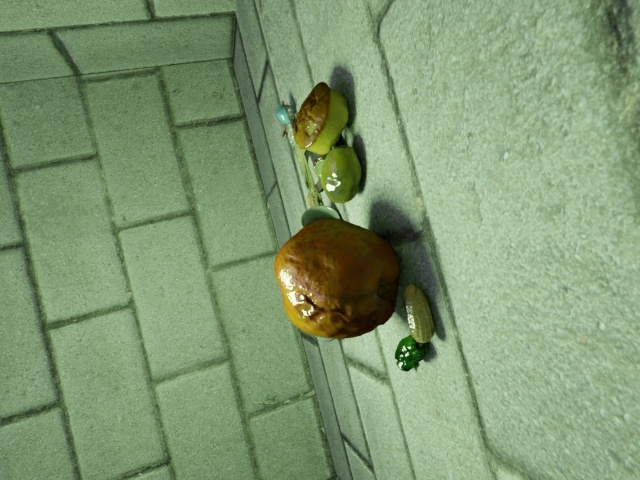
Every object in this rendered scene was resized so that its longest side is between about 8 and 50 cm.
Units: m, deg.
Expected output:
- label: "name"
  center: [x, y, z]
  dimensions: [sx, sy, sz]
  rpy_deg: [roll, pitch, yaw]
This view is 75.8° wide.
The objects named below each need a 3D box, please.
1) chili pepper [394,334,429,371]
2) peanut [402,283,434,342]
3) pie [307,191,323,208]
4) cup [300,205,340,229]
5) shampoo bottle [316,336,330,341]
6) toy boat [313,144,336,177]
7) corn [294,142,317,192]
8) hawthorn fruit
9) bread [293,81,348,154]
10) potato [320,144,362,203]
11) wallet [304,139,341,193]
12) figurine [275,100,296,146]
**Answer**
- label: "chili pepper"
  center: [0.319, 0.404, 1.487]
  dimensions: [0.099, 0.084, 0.253]
  rpy_deg: [58, 162, 26]
- label: "peanut"
  center: [0.319, 0.235, 1.335]
  dimensions: [0.093, 0.083, 0.193]
  rpy_deg: [12, -115, -68]
- label: "pie"
  center: [-0.027, -0.176, 2.251]
  dimensions: [0.185, 0.052, 0.217]
  rpy_deg: [137, 116, -71]
- label: "cup"
  center: [0.000, 0.000, 2.007]
  dimensions: [0.234, 0.187, 0.257]
  rpy_deg: [86, -170, -51]
- label: "shampoo bottle"
  center: [0.042, 0.445, 2.361]
  dimensions: [0.349, 0.152, 0.221]
  rpy_deg: [101, 157, -58]
- label: "toy boat"
  center: [0.015, -0.317, 1.708]
  dimensions: [0.185, 0.089, 0.071]
  rpy_deg: [-57, 6, 47]
- label: "corn"
  center: [-0.039, -0.373, 1.988]
  dimensions: [0.122, 0.124, 0.304]
  rpy_deg: [118, 135, -66]
- label: "hawthorn fruit"
  center: [0.064, 0.150, 1.496]
  dimensions: [0.472, 0.473, 0.470]
  rpy_deg: [166, 90, -75]
- label: "bread"
  center: [-0.008, -0.474, 1.612]
  dimensions: [0.270, 0.148, 0.269]
  rpy_deg: [-33, 50, 49]
- label: "potato"
  center: [0.086, -0.257, 1.622]
  dimensions: [0.143, 0.170, 0.248]
  rpy_deg: [-58, -22, -46]
- label: "wallet"
  center: [0.023, -0.360, 1.811]
  dimensions: [0.262, 0.072, 0.220]
  rpy_deg: [-40, 68, 55]
- label: "figurine"
  center: [-0.174, -0.628, 2.288]
  dimensions: [0.259, 0.103, 0.205]
  rpy_deg: [79, 170, -48]
